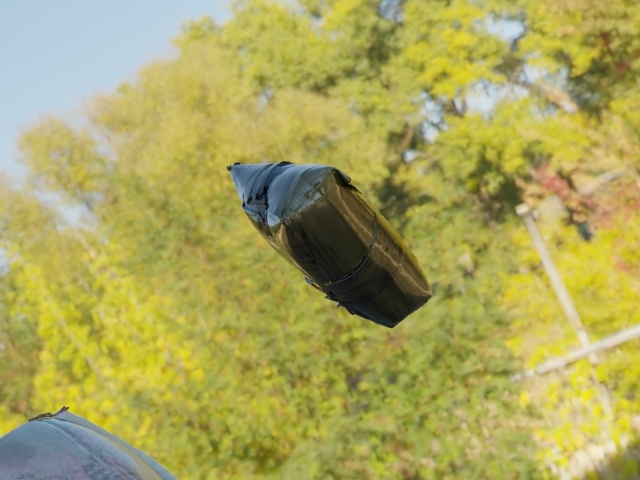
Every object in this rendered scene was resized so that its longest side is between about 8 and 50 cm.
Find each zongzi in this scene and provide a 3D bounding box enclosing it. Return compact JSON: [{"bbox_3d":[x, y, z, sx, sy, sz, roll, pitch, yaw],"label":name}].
[{"bbox_3d":[0.000,0.000,1.290,0.112,0.221,0.242,-47,25,-14],"label":"zongzi"}]

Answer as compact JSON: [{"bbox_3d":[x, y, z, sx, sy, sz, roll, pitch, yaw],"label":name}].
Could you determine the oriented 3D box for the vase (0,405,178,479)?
[{"bbox_3d":[-0.164,0.365,1.049,0.250,0.445,0.250,-44,-26,-28],"label":"vase"}]
